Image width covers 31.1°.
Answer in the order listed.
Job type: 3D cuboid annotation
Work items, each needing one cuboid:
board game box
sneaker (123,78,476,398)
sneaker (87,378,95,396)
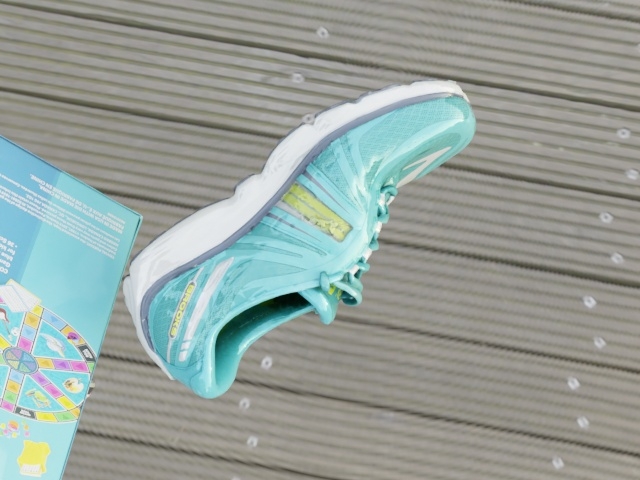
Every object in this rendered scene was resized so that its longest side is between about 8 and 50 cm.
[{"bbox_3d":[-0.278,0.069,0.743,0.254,0.336,0.079,32,139,-26],"label":"board game box"},{"bbox_3d":[0.000,0.000,0.777,0.275,0.107,0.110,-39,61,2],"label":"sneaker"},{"bbox_3d":[-0.259,0.088,1.115,0.075,0.063,0.170,-48,132,-19],"label":"sneaker"}]
